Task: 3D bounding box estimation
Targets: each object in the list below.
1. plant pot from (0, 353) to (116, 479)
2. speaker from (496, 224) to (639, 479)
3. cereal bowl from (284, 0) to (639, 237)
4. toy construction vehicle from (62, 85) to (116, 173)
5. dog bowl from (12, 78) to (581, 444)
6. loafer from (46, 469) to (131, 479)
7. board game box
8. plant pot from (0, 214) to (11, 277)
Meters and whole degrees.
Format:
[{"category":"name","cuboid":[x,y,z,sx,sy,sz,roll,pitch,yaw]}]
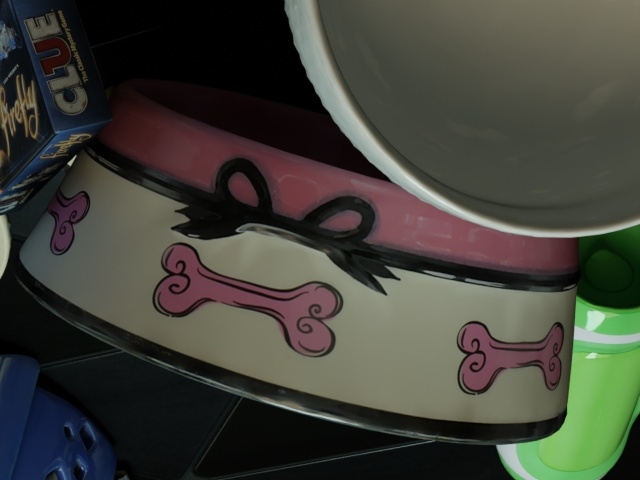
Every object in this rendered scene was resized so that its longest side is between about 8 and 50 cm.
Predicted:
[{"category":"plant pot","cuboid":[-0.357,0.245,1.662,0.236,0.236,0.212,-7,134,15]},{"category":"speaker","cuboid":[0.229,0.105,1.503,0.131,0.131,0.296,5,142,-1]},{"category":"cereal bowl","cuboid":[0.128,-0.174,1.045,0.339,0.339,0.141,19,178,-18]},{"category":"toy construction vehicle","cuboid":[-0.166,-0.080,1.383,0.086,0.035,0.098,-30,134,21]},{"category":"dog bowl","cuboid":[0.000,0.000,1.211,0.408,0.408,0.150,15,100,-13]},{"category":"loafer","cuboid":[-0.281,0.263,1.817,0.170,0.062,0.061,3,120,-4]},{"category":"board game box","cuboid":[-0.219,-0.120,1.168,0.042,0.165,0.243,-16,174,-27]},{"category":"plant pot","cuboid":[-0.447,0.096,1.408,0.334,0.305,0.334,2,143,2]}]
